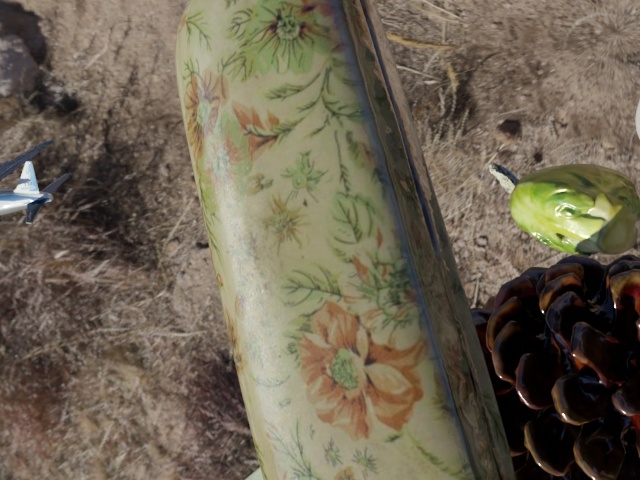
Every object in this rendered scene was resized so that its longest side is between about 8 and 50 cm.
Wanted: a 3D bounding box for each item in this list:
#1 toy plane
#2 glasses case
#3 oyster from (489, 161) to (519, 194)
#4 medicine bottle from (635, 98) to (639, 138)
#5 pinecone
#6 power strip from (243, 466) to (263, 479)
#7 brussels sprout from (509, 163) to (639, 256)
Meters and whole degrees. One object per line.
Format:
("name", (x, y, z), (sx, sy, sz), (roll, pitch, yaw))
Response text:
("toy plane", (-0.367, -0.037, 0.678), (0.226, 0.226, 0.058), (-10, 129, 23))
("glasses case", (0.000, 0.000, 0.419), (0.157, 0.098, 0.425), (-23, 74, 34))
("oyster", (0.442, -0.133, 1.525), (0.098, 0.100, 0.037), (34, 116, -23))
("medicine bottle", (0.560, -0.098, 0.782), (0.208, 0.339, 0.208), (-5, 131, -6))
("pinecone", (0.230, 0.123, 0.526), (0.247, 0.292, 0.246), (1, 71, -4))
("power strip", (-0.072, 0.284, 0.629), (0.227, 0.029, 0.080), (-42, 68, 14))
("brussels sprout", (0.435, -0.059, 1.117), (0.223, 0.223, 0.161), (18, 93, 18))
